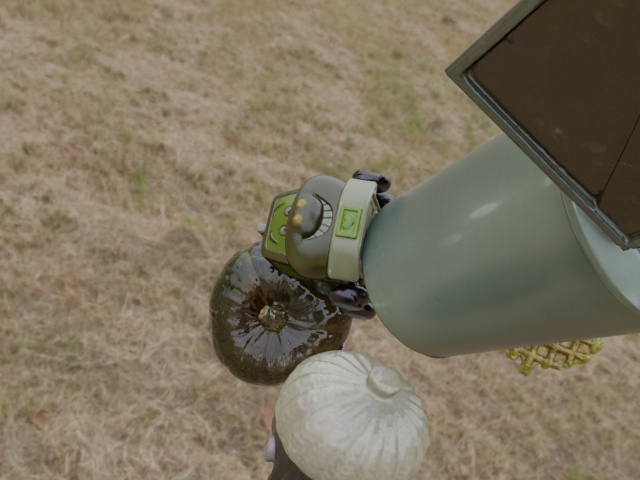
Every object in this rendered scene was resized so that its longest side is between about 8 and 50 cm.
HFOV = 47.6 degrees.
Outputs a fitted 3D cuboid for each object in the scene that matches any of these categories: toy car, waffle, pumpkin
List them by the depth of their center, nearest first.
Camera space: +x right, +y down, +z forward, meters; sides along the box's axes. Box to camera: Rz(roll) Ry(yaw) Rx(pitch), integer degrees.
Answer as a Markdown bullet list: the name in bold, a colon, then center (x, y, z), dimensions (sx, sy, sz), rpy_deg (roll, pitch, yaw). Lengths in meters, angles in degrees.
- **toy car**: center (0.000, 0.000, 1.097), dimensions (0.198, 0.204, 0.248), rpy_deg (9, -14, 14)
- **pumpkin**: center (-0.077, 0.125, 1.257), dimensions (0.260, 0.260, 0.189), rpy_deg (25, 1, -1)
- **waffle**: center (0.465, 0.155, 1.502), dimensions (0.059, 0.244, 0.237), rpy_deg (34, 36, -76)

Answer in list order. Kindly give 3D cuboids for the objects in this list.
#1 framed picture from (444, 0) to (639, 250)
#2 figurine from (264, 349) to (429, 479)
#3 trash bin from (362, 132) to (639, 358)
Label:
- **framed picture**: center (0.253, -0.118, 0.497), dimensions (0.232, 0.315, 0.024), rpy_deg (44, 59, -5)
- **figurine**: center (0.003, 0.286, 0.844), dimensions (0.185, 0.332, 0.204), rpy_deg (17, 3, -26)
- **trash bin**: center (0.267, -0.009, 0.860), dimensions (0.281, 0.432, 0.280), rpy_deg (10, 70, -29)
